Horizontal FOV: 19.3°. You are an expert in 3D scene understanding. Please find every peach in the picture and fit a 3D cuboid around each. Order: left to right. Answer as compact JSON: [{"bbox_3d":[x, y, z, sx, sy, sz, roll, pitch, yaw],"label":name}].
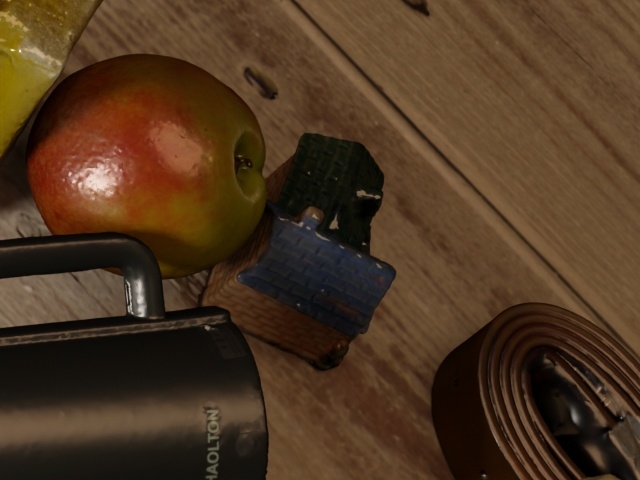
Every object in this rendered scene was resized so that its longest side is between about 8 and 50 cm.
[{"bbox_3d":[-0.163,-0.069,1.768,0.231,0.231,0.231,11,62,-22],"label":"peach"}]

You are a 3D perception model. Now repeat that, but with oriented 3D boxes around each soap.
[{"bbox_3d":[-0.281,-0.162,1.704,0.091,0.315,0.199,31,55,-11],"label":"soap"}]

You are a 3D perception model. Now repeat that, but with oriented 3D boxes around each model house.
[{"bbox_3d":[0.000,0.000,1.858,0.166,0.172,0.183,24,58,-14],"label":"model house"}]

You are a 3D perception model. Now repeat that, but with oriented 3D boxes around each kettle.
[{"bbox_3d":[-0.217,0.148,1.631,0.308,0.262,0.203,-1,35,-25],"label":"kettle"}]

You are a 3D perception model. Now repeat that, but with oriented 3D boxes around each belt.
[{"bbox_3d":[0.266,0.225,1.923,0.338,0.122,0.217,49,57,3],"label":"belt"}]

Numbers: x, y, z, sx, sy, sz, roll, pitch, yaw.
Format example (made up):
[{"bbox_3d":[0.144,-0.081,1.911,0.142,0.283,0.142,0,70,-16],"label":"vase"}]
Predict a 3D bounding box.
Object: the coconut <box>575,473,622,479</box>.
[{"bbox_3d":[0.205,0.393,1.672,0.415,0.344,0.415,9,66,-22],"label":"coconut"}]
